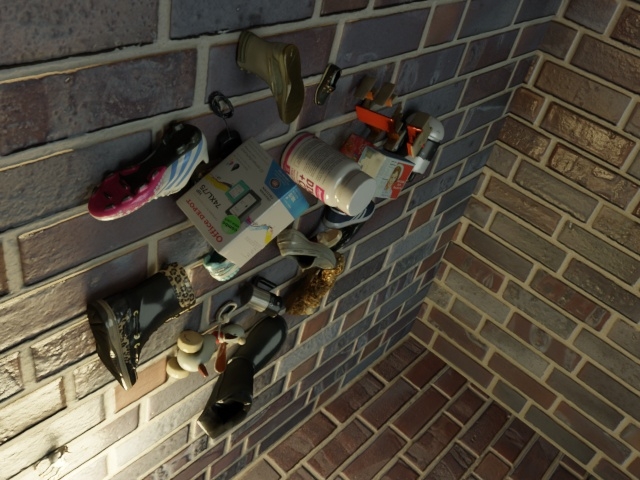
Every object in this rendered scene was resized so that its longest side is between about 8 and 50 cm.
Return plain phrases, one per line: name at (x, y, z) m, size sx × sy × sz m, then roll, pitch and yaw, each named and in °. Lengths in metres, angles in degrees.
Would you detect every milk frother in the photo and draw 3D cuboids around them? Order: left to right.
milk frother at (-0.233, 0.216, 2.198) m, size 0.135 × 0.129 × 0.143 m, roll 28°, pitch 132°, yaw -31°

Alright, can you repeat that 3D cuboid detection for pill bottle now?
pill bottle at (0.026, -0.206, 1.868) m, size 0.160 × 0.283 × 0.160 m, roll -39°, pitch 151°, yaw -27°

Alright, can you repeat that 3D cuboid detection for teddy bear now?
teddy bear at (-0.005, 0.187, 2.435) m, size 0.337 × 0.113 × 0.245 m, roll -54°, pitch -163°, yaw 1°

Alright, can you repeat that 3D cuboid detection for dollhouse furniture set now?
dollhouse furniture set at (0.233, -0.391, 2.018) m, size 0.135 × 0.259 × 0.262 m, roll -57°, pitch 155°, yaw -16°

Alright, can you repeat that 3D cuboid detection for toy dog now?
toy dog at (-0.369, 0.385, 2.092) m, size 0.334 × 0.161 × 0.220 m, roll -33°, pitch 149°, yaw -36°

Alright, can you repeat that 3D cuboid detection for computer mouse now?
computer mouse at (-0.251, -0.294, 1.584) m, size 0.071 × 0.041 × 0.242 m, roll -26°, pitch 142°, yaw -16°

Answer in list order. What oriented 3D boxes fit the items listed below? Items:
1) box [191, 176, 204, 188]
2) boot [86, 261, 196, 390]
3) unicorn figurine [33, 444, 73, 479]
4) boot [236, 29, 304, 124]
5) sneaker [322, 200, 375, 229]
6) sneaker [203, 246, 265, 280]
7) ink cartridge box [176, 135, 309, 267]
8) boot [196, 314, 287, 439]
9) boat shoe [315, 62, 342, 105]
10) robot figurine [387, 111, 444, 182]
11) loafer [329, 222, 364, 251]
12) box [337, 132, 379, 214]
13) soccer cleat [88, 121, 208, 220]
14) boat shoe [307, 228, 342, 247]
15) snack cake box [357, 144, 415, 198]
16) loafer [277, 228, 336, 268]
box at (-0.321, -0.146, 1.663) m, size 0.083 × 0.018 × 0.067 m, roll -25°, pitch 143°, yaw -46°
boot at (-0.503, 0.248, 1.732) m, size 0.284 × 0.138 × 0.377 m, roll -35°, pitch 144°, yaw -34°
unicorn figurine at (-0.817, 0.685, 1.845) m, size 0.111 × 0.060 × 0.162 m, roll -40°, pitch 168°, yaw -27°
boot at (-0.126, -0.406, 1.491) m, size 0.077 × 0.165 × 0.213 m, roll -43°, pitch 147°, yaw -34°
sneaker at (0.135, -0.149, 2.346) m, size 0.282 × 0.099 × 0.153 m, roll -23°, pitch 144°, yaw -42°
sneaker at (-0.253, 0.001, 1.866) m, size 0.283 × 0.110 × 0.122 m, roll -51°, pitch 151°, yaw -4°
ink cartridge box at (-0.206, -0.099, 1.634) m, size 0.270 × 0.198 × 0.197 m, roll -42°, pitch 164°, yaw -2°
boot at (-0.264, 0.470, 2.156) m, size 0.367 × 0.146 × 0.445 m, roll -52°, pitch -177°, yaw 7°
boat shoe at (0.023, -0.468, 1.816) m, size 0.049 × 0.042 × 0.132 m, roll -16°, pitch 138°, yaw -55°
robot figurine at (0.373, -0.375, 2.385) m, size 0.278 × 0.174 × 0.209 m, roll -62°, pitch 177°, yaw 19°
loafer at (0.114, -0.036, 2.478) m, size 0.223 × 0.076 × 0.078 m, roll -46°, pitch 163°, yaw -5°
box at (0.107, -0.237, 2.154) m, size 0.256 × 0.123 × 0.128 m, roll -55°, pitch 154°, yaw 2°
soccer cleat at (-0.394, -0.140, 1.432) m, size 0.331 × 0.116 × 0.143 m, roll -44°, pitch 153°, yaw -20°
boat shoe at (0.000, 0.000, 2.290) m, size 0.170 × 0.062 × 0.059 m, roll -27°, pitch 147°, yaw 16°
snack cake box at (0.217, -0.234, 2.097) m, size 0.264 × 0.089 × 0.152 m, roll 0°, pitch 120°, yaw -60°
loafer at (-0.050, 0.057, 2.202) m, size 0.320 × 0.112 × 0.111 m, roll 28°, pitch 55°, yaw -48°
